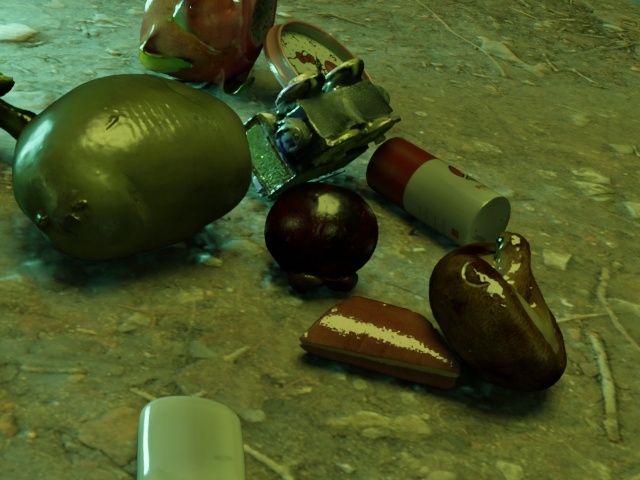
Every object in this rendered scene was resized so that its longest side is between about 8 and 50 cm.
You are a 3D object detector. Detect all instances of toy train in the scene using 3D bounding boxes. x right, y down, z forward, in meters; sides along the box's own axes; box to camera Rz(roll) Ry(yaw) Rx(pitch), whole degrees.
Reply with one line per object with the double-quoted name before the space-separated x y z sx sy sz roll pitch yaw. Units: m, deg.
"toy train" -0.002 -0.170 1.883 0.261 0.177 0.134 -25 83 -52

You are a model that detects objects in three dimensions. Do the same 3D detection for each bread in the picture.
"bread" 0.073 0.114 1.525 0.192 0.067 0.119 13 27 -1

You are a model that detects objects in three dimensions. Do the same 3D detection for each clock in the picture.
"clock" 0.002 -0.277 2.167 0.244 0.056 0.244 31 35 -25

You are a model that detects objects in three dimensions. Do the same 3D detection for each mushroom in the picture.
"mushroom" 0.207 0.096 1.528 0.138 0.194 0.231 -19 -4 18

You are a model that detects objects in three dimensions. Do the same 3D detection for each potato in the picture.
"potato" -0.244 -0.098 1.619 0.326 0.221 0.243 -17 49 -39

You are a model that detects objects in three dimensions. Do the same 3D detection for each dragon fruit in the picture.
"dragon fruit" -0.170 -0.395 2.158 0.189 0.290 0.290 20 28 8

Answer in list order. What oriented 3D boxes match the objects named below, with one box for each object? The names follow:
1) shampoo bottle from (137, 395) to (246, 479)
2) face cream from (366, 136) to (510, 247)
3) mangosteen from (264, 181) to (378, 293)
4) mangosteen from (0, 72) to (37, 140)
"shampoo bottle" -0.125 0.233 1.229 0.108 0.051 0.221 10 27 -12
"face cream" 0.173 -0.070 1.887 0.096 0.095 0.214 -14 38 -42
"mangosteen" 0.000 0.000 1.648 0.152 0.152 0.152 10 27 -5
"mangosteen" -0.523 -0.234 1.757 0.289 0.231 0.231 22 27 -3
